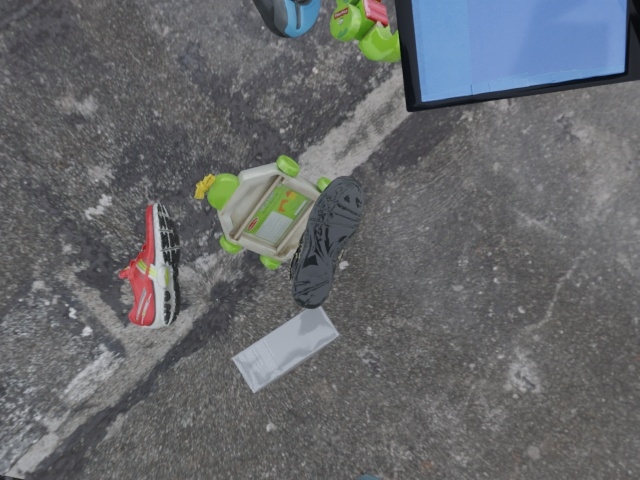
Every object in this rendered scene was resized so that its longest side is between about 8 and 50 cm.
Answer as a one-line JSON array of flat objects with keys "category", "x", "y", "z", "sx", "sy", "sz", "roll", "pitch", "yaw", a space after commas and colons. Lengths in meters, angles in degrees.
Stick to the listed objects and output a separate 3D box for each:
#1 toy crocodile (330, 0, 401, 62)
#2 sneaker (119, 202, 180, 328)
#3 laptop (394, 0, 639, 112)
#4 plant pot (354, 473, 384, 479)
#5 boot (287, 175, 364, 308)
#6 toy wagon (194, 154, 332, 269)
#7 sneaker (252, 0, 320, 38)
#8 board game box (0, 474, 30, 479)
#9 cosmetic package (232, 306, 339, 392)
[{"category": "toy crocodile", "x": 0.073, "y": -0.490, "z": 0.941, "sx": 0.115, "sy": 0.105, "sz": 0.341, "roll": 1, "pitch": 63, "yaw": -40}, {"category": "sneaker", "x": -0.381, "y": 0.052, "z": 1.026, "sx": 0.118, "sy": 0.107, "sz": 0.279, "roll": -4, "pitch": 80, "yaw": 4}, {"category": "laptop", "x": 0.136, "y": -0.182, "z": 0.196, "sx": 0.136, "sy": 0.264, "sz": 0.235, "roll": -13, "pitch": 108, "yaw": -9}, {"category": "plant pot", "x": 0.090, "y": 0.434, "z": 0.616, "sx": 0.290, "sy": 0.290, "sz": 0.196, "roll": 27, "pitch": 68, "yaw": -8}, {"category": "boot", "x": -0.002, "y": 0.000, "z": 0.865, "sx": 0.085, "sy": 0.178, "sz": 0.237, "roll": 20, "pitch": 88, "yaw": -8}, {"category": "toy wagon", "x": -0.130, "y": -0.076, "z": 1.097, "sx": 0.344, "sy": 0.068, "sz": 0.267, "roll": 25, "pitch": 116, "yaw": -33}, {"category": "sneaker", "x": -0.109, "y": -0.416, "z": 0.683, "sx": 0.125, "sy": 0.139, "sz": 0.341, "roll": 4, "pitch": 60, "yaw": -56}, {"category": "board game box", "x": -0.116, "y": 0.200, "z": 0.214, "sx": 0.042, "sy": 0.243, "sz": 0.165, "roll": -54, "pitch": 140, "yaw": -16}, {"category": "cosmetic package", "x": -0.078, "y": 0.254, "z": 1.113, "sx": 0.238, "sy": 0.127, "sz": 0.107, "roll": -34, "pitch": 78, "yaw": -12}]
